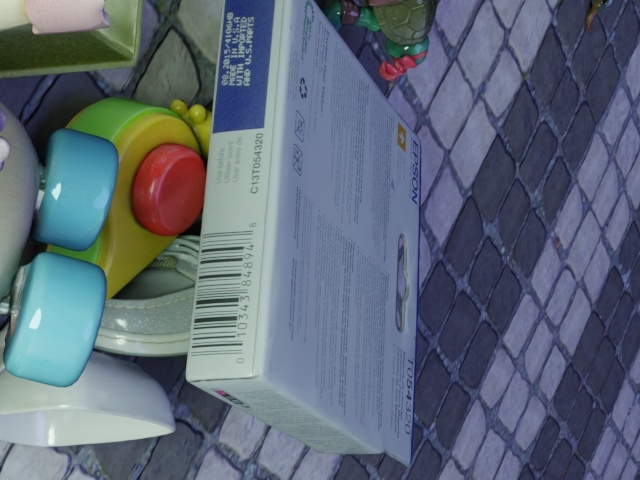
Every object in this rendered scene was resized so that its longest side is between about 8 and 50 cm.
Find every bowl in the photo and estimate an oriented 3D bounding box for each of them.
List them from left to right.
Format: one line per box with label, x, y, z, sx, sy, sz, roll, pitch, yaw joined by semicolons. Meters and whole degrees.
bowl;-0.192;0.115;1.029;0.142;0.142;0.053;26;59;-58

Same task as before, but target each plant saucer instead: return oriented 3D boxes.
plant saucer;-0.195;-0.209;0.948;0.188;0.045;0.188;-16;117;-54

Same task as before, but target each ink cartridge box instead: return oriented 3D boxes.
ink cartridge box;0.000;0.000;1.150;0.330;0.071;0.324;45;45;-60

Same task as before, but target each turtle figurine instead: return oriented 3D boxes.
turtle figurine;0.052;-0.238;1.261;0.175;0.118;0.234;-43;132;-39

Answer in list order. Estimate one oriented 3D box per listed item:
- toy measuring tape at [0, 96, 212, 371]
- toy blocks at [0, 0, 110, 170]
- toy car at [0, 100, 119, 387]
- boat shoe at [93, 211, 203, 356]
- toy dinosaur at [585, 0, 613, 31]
toy measuring tape;-0.179;-0.014;1.001;0.330;0.121;0.121;-45;139;-38
toy blocks;-0.161;-0.213;0.678;0.260;0.309;0.288;-14;127;-6
toy car;-0.264;0.039;0.836;0.210;0.219;0.238;-94;-153;-46
boat shoe;-0.096;0.016;1.149;0.320;0.118;0.103;-25;116;-56
toy dinosaur;0.363;-0.326;1.784;0.082;0.047;0.090;-51;176;-45
